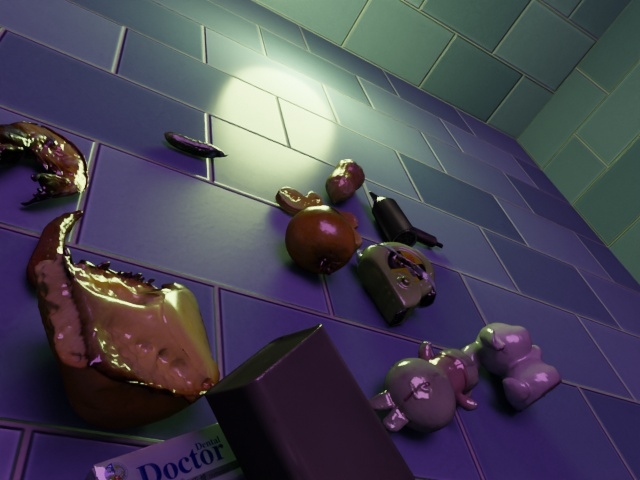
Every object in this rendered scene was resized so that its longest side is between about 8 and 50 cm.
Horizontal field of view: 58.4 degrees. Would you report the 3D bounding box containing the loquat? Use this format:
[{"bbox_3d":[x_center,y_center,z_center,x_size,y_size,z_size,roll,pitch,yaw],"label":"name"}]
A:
[{"bbox_3d":[0.000,0.000,1.209,0.163,0.137,0.163,45,19,-21],"label":"loquat"}]

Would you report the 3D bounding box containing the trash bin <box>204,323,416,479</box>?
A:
[{"bbox_3d":[-0.015,0.250,0.710,0.164,0.122,0.240,-34,97,-47],"label":"trash bin"}]

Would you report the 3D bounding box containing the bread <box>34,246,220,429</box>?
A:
[{"bbox_3d":[-0.250,0.142,0.727,0.204,0.162,0.262,54,12,33],"label":"bread"}]

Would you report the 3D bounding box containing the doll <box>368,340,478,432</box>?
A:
[{"bbox_3d":[0.202,0.264,1.049,0.275,0.113,0.155,-4,50,-50],"label":"doll"}]

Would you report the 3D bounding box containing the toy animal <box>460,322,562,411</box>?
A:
[{"bbox_3d":[0.410,0.272,1.240,0.193,0.127,0.178,49,34,19],"label":"toy animal"}]

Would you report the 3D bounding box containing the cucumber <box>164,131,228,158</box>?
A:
[{"bbox_3d":[-0.289,-0.214,1.328,0.155,0.037,0.037,16,34,-28],"label":"cucumber"}]

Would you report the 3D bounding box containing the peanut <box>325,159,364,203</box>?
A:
[{"bbox_3d":[0.066,-0.166,1.576,0.099,0.099,0.214,36,35,2],"label":"peanut"}]

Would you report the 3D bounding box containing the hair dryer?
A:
[{"bbox_3d":[0.251,-0.034,1.602,0.248,0.078,0.195,24,29,-38],"label":"hair dryer"}]

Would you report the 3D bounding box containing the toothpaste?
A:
[{"bbox_3d":[-0.127,0.285,0.734,0.336,0.067,0.081,-3,44,-48],"label":"toothpaste"}]

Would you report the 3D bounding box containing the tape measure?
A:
[{"bbox_3d":[0.173,0.086,1.295,0.175,0.106,0.200,-10,49,-34],"label":"tape measure"}]

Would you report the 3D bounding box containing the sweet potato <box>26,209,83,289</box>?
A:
[{"bbox_3d":[-0.407,0.005,0.879,0.050,0.050,0.214,21,29,-23],"label":"sweet potato"}]

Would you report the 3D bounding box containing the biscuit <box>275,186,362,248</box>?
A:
[{"bbox_3d":[-0.004,-0.064,1.404,0.234,0.030,0.153,23,30,-19],"label":"biscuit"}]

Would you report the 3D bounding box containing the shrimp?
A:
[{"bbox_3d":[-0.495,-0.125,0.956,0.178,0.075,0.289,39,13,-1],"label":"shrimp"}]
